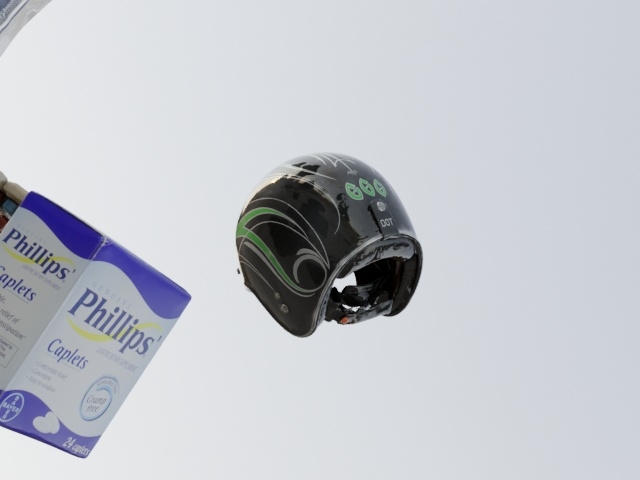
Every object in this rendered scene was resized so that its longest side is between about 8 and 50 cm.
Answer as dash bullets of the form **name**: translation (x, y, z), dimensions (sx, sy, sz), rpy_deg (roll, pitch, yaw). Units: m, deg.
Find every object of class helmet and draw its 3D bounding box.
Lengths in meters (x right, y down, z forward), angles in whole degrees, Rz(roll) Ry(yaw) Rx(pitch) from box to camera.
- **helmet**: translation (0.000, 0.000, 1.354), dimensions (0.161, 0.169, 0.169), rpy_deg (46, -28, 36)

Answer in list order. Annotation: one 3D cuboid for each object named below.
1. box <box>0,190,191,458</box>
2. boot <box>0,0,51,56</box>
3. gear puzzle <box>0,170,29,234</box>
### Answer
- **box**: translation (-0.171, 0.058, 0.961), dimensions (0.072, 0.137, 0.126), rpy_deg (29, -6, 29)
- **boot**: translation (-0.257, -0.176, 1.052), dimensions (0.069, 0.190, 0.086), rpy_deg (13, -32, 48)
- **gear puzzle**: translation (-0.315, -0.062, 1.186), dimensions (0.339, 0.044, 0.175), rpy_deg (36, -11, 10)
